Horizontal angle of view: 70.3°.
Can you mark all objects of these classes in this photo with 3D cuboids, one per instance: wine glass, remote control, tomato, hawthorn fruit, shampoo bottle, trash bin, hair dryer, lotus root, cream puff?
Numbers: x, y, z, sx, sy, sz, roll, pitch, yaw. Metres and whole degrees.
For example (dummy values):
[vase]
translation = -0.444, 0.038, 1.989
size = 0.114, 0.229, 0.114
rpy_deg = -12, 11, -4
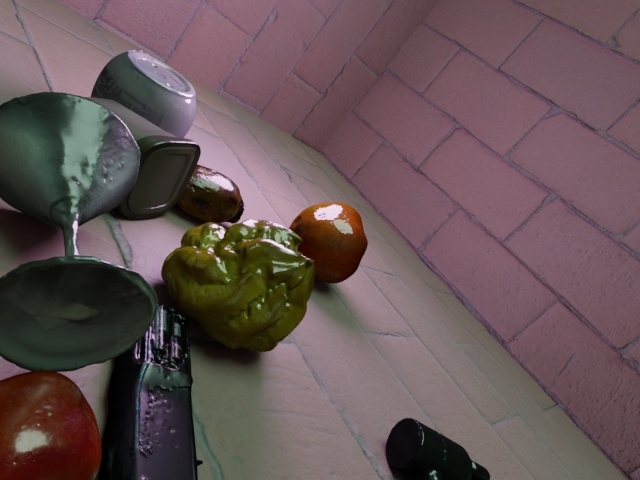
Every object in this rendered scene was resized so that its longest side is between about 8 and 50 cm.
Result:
[wine glass]
translation = -0.388, -0.023, 0.708
size = 0.267, 0.267, 0.406
rpy_deg = 23, 24, -44
[remote control]
translation = -0.252, 0.233, 0.705
size = 0.144, 0.062, 0.399
rpy_deg = 29, 20, -33
[tomato]
translation = -0.336, 0.217, 0.531
size = 0.166, 0.082, 0.174
rpy_deg = 15, 30, -51
[hawthorn fruit]
translation = 0.000, 0.000, 1.525
size = 0.297, 0.277, 0.277
rpy_deg = 3, 36, -32
[shampoo bottle]
translation = -0.517, -0.377, 1.318
size = 0.272, 0.266, 0.273
rpy_deg = 35, 22, -17
[trash bin]
translation = -0.473, -0.211, 1.113
size = 0.250, 0.220, 0.219
rpy_deg = 35, 18, 6
[hair dryer]
translation = 0.274, 0.566, 0.976
size = 0.244, 0.116, 0.303
rpy_deg = 34, 29, -21
[lotus root]
translation = -0.341, -0.140, 1.317
size = 0.314, 0.142, 0.169
rpy_deg = 23, 20, -40
[cream puff]
translation = -0.155, 0.063, 0.985
size = 0.291, 0.257, 0.324
rpy_deg = 43, 9, -21
